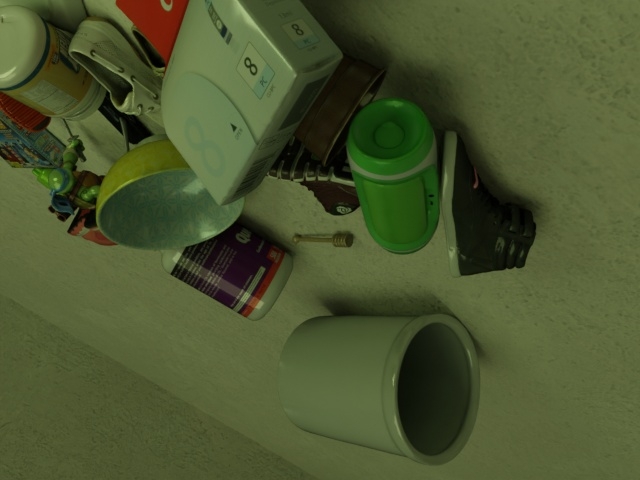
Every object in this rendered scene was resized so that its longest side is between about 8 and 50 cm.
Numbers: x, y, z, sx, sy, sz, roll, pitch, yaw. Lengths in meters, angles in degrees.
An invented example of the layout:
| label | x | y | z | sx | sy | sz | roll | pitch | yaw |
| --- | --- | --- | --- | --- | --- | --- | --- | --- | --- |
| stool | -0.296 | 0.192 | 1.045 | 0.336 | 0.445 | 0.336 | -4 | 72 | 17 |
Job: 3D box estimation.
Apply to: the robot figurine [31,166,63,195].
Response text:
| label | x | y | z | sx | sy | sz | roll | pitch | yaw |
| --- | --- | --- | --- | --- | --- | --- | --- | --- | --- |
| robot figurine | -0.668 | -0.158 | 1.640 | 0.115 | 0.067 | 0.101 | 37 | 140 | -20 |

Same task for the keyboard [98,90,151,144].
| label | x | y | z | sx | sy | sz | roll | pitch | yaw |
| --- | --- | --- | --- | --- | --- | --- | --- | --- | --- |
| keyboard | -0.412 | -0.266 | 1.318 | 0.108 | 0.023 | 0.180 | 5 | 145 | 44 |

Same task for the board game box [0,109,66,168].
| label | x | y | z | sx | sy | sz | roll | pitch | yaw |
| --- | --- | --- | --- | --- | --- | --- | --- | --- | --- |
| board game box | -0.728 | -0.258 | 1.536 | 0.194 | 0.060 | 0.194 | 5 | 143 | 32 |

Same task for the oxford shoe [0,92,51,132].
| label | x | y | z | sx | sy | sz | roll | pitch | yaw |
| --- | --- | --- | --- | --- | --- | --- | --- | --- | --- |
| oxford shoe | -0.665 | -0.343 | 1.343 | 0.098 | 0.097 | 0.271 | 26 | 153 | 43 |

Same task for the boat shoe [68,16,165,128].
| label | x | y | z | sx | sy | sz | roll | pitch | yaw |
| --- | --- | --- | --- | --- | --- | --- | --- | --- | --- |
| boat shoe | -0.340 | -0.269 | 1.174 | 0.098 | 0.096 | 0.277 | -9 | 140 | 42 |

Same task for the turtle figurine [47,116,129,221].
| label | x | y | z | sx | sy | sz | roll | pitch | yaw |
| --- | --- | --- | --- | --- | --- | --- | --- | --- | --- |
| turtle figurine | -0.466 | -0.161 | 1.426 | 0.198 | 0.275 | 0.266 | -2 | 167 | 14 |

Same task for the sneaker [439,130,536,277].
| label | x | y | z | sx | sy | sz | roll | pitch | yaw |
| --- | --- | --- | --- | --- | --- | --- | --- | --- | --- |
| sneaker | 0.272 | -0.060 | 1.050 | 0.147 | 0.104 | 0.296 | -4 | 132 | 16 |

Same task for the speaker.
| label | x | y | z | sx | sy | sz | roll | pitch | yaw |
| --- | --- | --- | --- | --- | --- | --- | --- | --- | --- |
| speaker | 0.118 | -0.087 | 0.998 | 0.131 | 0.131 | 0.296 | 15 | 159 | 18 |

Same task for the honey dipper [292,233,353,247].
| label | x | y | z | sx | sy | sz | roll | pitch | yaw |
| --- | --- | --- | --- | --- | --- | --- | --- | --- | --- |
| honey dipper | 0.000 | 0.000 | 1.411 | 0.160 | 0.030 | 0.030 | 0 | 141 | 41 |

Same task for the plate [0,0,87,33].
| label | x | y | z | sx | sy | sz | roll | pitch | yaw |
| --- | --- | --- | --- | --- | --- | --- | --- | --- | --- |
| plate | -0.536 | -0.473 | 1.061 | 0.278 | 0.045 | 0.277 | 21 | 151 | 9 |

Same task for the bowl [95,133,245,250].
| label | x | y | z | sx | sy | sz | roll | pitch | yaw |
| --- | --- | --- | --- | --- | --- | --- | --- | --- | --- |
| bowl | -0.306 | -0.118 | 1.297 | 0.289 | 0.156 | 0.289 | -13 | 153 | -7 |

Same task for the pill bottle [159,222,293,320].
| label | x | y | z | sx | sy | sz | roll | pitch | yaw |
| --- | --- | --- | --- | --- | --- | --- | --- | --- | --- |
| pill bottle | -0.236 | 0.038 | 1.500 | 0.323 | 0.181 | 0.181 | 31 | 150 | -9 |

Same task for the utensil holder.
| label | x | y | z | sx | sy | sz | roll | pitch | yaw |
| --- | --- | --- | --- | --- | --- | --- | --- | --- | --- |
| utensil holder | 0.133 | 0.335 | 1.552 | 0.385 | 0.327 | 0.327 | -5 | 138 | 46 |

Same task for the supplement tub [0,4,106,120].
| label | x | y | z | sx | sy | sz | roll | pitch | yaw |
| --- | --- | --- | --- | --- | --- | --- | --- | --- | --- |
| supplement tub | -0.488 | -0.303 | 1.140 | 0.144 | 0.144 | 0.199 | 14 | 174 | 20 |

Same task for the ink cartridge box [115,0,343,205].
| label | x | y | z | sx | sy | sz | roll | pitch | yaw |
| --- | --- | --- | --- | --- | --- | --- | --- | --- | --- |
| ink cartridge box | -0.174 | -0.278 | 0.874 | 0.385 | 0.091 | 0.308 | 51 | 145 | 6 |

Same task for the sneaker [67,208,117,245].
| label | x | y | z | sx | sy | sz | roll | pitch | yaw |
| --- | --- | --- | --- | --- | --- | --- | --- | --- | --- |
| sneaker | -0.553 | -0.049 | 1.710 | 0.136 | 0.116 | 0.314 | 31 | 159 | -30 |

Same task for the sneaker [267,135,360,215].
| label | x | y | z | sx | sy | sz | roll | pitch | yaw |
| --- | --- | --- | --- | --- | --- | --- | --- | --- | --- |
| sneaker | -0.025 | -0.110 | 1.182 | 0.281 | 0.106 | 0.162 | 17 | 152 | 15 |

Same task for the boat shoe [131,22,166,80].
| label | x | y | z | sx | sy | sz | roll | pitch | yaw |
| --- | --- | --- | --- | --- | --- | --- | --- | --- | --- |
| boat shoe | -0.279 | -0.314 | 1.106 | 0.056 | 0.048 | 0.153 | 15 | 149 | 19 |

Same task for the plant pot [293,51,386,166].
| label | x | y | z | sx | sy | sz | roll | pitch | yaw |
| --- | --- | --- | --- | --- | --- | --- | --- | --- | --- |
| plant pot | -0.016 | -0.222 | 0.953 | 0.165 | 0.167 | 0.167 | 33 | 151 | 3 |
